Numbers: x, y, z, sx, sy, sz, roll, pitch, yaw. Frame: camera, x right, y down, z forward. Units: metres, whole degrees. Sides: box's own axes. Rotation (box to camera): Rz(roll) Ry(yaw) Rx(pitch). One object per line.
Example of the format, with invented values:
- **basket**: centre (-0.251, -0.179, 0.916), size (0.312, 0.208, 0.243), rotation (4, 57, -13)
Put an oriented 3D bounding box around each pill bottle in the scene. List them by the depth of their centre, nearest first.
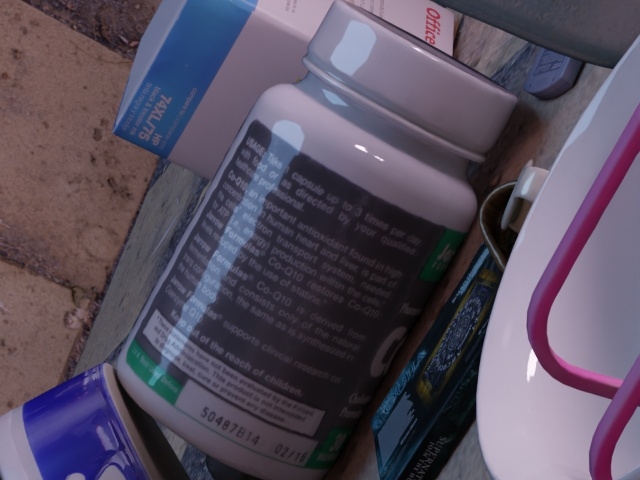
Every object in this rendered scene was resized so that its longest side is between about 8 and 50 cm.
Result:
- **pill bottle**: centre (0.000, 0.000, 1.504), size (0.361, 0.204, 0.204), rotation (-61, 13, 10)

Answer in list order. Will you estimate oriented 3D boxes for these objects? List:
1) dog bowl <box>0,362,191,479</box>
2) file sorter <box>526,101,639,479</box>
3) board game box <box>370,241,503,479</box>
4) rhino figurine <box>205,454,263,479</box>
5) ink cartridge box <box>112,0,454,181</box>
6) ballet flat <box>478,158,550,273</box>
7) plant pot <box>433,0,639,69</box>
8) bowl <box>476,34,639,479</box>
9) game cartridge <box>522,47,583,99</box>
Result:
- **dog bowl**: centre (-0.156, 0.236, 1.493), size (0.104, 0.265, 0.265), rotation (-29, 15, -1)
- **file sorter**: centre (0.196, 0.064, 0.484), size (0.290, 0.182, 0.202), rotation (-108, 37, -54)
- **board game box**: centre (0.097, 0.093, 1.342), size (0.186, 0.026, 0.126), rotation (-59, 13, 18)
- **rhino figurine**: centre (-0.033, 0.126, 1.679), size (0.243, 0.073, 0.106), rotation (-61, 9, 3)
- **ink cartridge box**: centre (-0.031, -0.166, 1.807), size (0.197, 0.270, 0.198), rotation (-56, 14, 32)
- **ballet flat**: centre (0.173, -0.008, 1.027), size (0.116, 0.124, 0.342), rotation (-65, 13, -6)
- **plant pot**: centre (0.185, -0.235, 1.148), size (0.247, 0.252, 0.248), rotation (-61, 13, 13)
- **bowl**: centre (0.203, 0.009, 0.787), size (0.298, 0.134, 0.298), rotation (-54, 16, 23)
- **game cartridge**: centre (0.190, -0.140, 1.469), size (0.056, 0.017, 0.083), rotation (-61, 12, -8)
